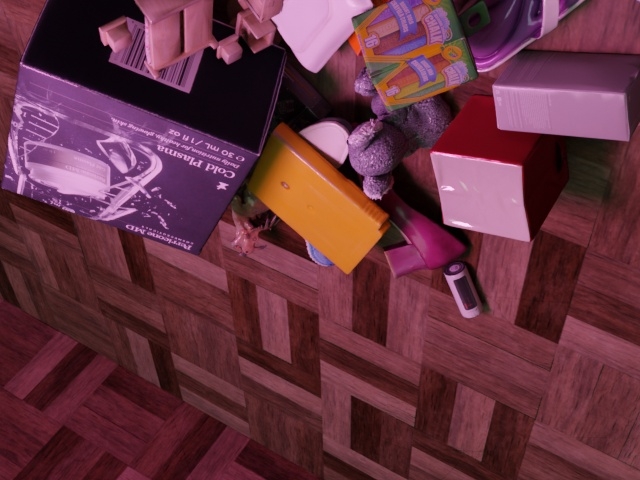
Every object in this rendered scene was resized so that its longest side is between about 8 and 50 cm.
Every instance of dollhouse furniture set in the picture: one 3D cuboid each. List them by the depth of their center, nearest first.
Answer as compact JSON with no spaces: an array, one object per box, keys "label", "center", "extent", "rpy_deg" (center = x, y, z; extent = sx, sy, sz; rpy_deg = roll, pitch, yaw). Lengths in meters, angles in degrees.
[{"label":"dollhouse furniture set","center":[-0.261,-0.422,1.605],"extent":[0.174,0.355,0.303],"rpy_deg":[55,162,11]}]

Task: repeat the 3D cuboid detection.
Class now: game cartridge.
[{"label":"game cartridge","center":[-0.007,-0.086,1.973],"extent":[0.323,0.053,0.285],"rpy_deg":[40,153,2]}]

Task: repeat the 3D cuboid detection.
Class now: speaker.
[{"label":"speaker","center":[0.336,0.116,2.070],"extent":[0.055,0.055,0.136],"rpy_deg":[3,131,41]}]

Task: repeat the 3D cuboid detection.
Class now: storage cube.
[{"label":"storage cube","center":[0.339,-0.138,1.662],"extent":[0.214,0.193,0.184],"rpy_deg":[13,137,32]}]

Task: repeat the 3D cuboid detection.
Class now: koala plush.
[{"label":"koala plush","center":[0.133,-0.209,1.749],"extent":[0.203,0.221,0.196],"rpy_deg":[16,138,30]}]

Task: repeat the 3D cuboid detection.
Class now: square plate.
[{"label":"square plate","center":[-0.061,-0.500,1.610],"extent":[0.347,0.049,0.344],"rpy_deg":[59,162,-2]}]

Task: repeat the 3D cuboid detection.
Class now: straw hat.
[{"label":"straw hat","center":[-0.159,-0.455,1.888],"extent":[0.144,0.061,0.145],"rpy_deg":[25,144,20]}]

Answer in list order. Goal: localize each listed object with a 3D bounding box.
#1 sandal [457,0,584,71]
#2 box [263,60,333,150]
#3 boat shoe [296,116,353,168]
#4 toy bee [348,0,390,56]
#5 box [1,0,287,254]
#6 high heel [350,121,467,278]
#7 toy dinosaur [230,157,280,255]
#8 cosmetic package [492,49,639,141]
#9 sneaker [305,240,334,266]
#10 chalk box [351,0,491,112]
[{"label":"sandal","center":[0.338,-0.404,1.445],"extent":[0.169,0.102,0.416],"rpy_deg":[38,145,3]},{"label":"box","center":[-0.099,-0.299,2.010],"extent":[0.183,0.056,0.231],"rpy_deg":[43,145,-7]},{"label":"boat shoe","center":[0.000,-0.207,1.952],"extent":[0.116,0.099,0.319],"rpy_deg":[38,153,-4]},{"label":"toy bee","center":[0.140,-0.429,1.579],"extent":[0.195,0.162,0.298],"rpy_deg":[64,171,-13]},{"label":"box","center":[-0.388,-0.256,1.886],"extent":[0.479,0.298,0.472],"rpy_deg":[20,149,-13]},{"label":"high heel","center":[0.189,-0.107,1.963],"extent":[0.181,0.127,0.378],"rpy_deg":[-20,109,3]},{"label":"toy dinosaur","center":[-0.149,-0.107,2.225],"extent":[0.200,0.127,0.295],"rpy_deg":[39,131,-15]},{"label":"cosmetic package","center":[0.431,-0.252,1.511],"extent":[0.237,0.127,0.107],"rpy_deg":[15,138,34]},{"label":"sneaker","center":[0.000,0.000,2.247],"extent":[0.073,0.063,0.162],"rpy_deg":[-8,124,43]},{"label":"chalk box","center":[0.181,-0.329,1.463],"extent":[0.212,0.132,0.132],"rpy_deg":[-20,153,14]}]
